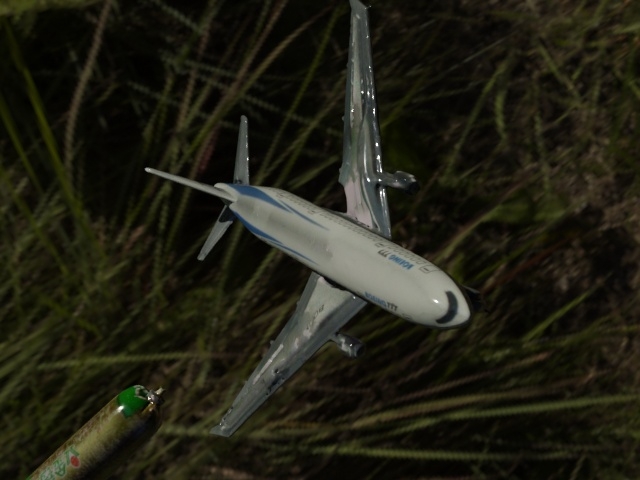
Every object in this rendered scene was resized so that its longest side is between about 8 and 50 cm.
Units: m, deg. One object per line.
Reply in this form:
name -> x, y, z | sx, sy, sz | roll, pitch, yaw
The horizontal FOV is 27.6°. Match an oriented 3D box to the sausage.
sausage -> -0.182, 0.170, 0.753 | 0.269, 0.033, 0.033 | -42, 83, 13

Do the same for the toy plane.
toy plane -> 0.002, 0.000, 0.600 | 0.226, 0.058, 0.226 | 25, 99, 46
